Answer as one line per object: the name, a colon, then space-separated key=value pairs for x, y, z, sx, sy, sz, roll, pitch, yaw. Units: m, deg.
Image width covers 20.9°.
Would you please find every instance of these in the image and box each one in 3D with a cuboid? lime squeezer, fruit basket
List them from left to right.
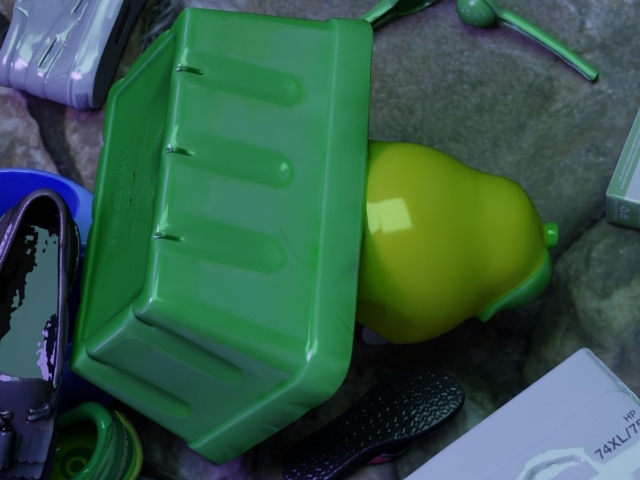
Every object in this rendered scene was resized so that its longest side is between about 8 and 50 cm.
fruit basket: x=0.000 y=0.000 z=1.518 sx=0.392 sy=0.283 sz=0.392 roll=15 pitch=60 yaw=-27
lime squeezer: x=0.131 y=-0.225 z=1.770 sx=0.310 sy=0.059 sz=0.110 roll=5 pitch=59 yaw=9

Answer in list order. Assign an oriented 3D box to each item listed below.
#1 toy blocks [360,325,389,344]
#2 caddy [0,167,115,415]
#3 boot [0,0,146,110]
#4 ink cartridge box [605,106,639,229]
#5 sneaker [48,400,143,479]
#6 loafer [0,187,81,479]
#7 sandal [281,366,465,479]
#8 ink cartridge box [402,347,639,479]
toy blocks: x=0.070 y=0.012 z=1.635 sx=0.123 sy=0.054 sz=0.148 roll=-21 pitch=58 yaw=-5
caddy: x=-0.332 y=0.077 z=1.575 sx=0.341 sy=0.179 sz=0.241 roll=-26 pitch=58 yaw=-8
boot: x=-0.254 y=-0.261 z=1.815 sx=0.123 sy=0.095 sz=0.258 roll=15 pitch=63 yaw=8
ink cartridge box: x=0.407 y=-0.065 z=1.640 sx=0.235 sy=0.056 sz=0.171 roll=16 pitch=62 yaw=19
sneaker: x=-0.293 y=0.231 z=1.507 sx=0.295 sy=0.123 sz=0.109 roll=-37 pitch=62 yaw=-14
loafer: x=-0.260 y=0.098 z=1.435 sx=0.109 sy=0.095 sz=0.303 roll=11 pitch=70 yaw=-8
sandal: x=0.048 y=0.172 z=1.556 sx=0.179 sy=0.040 sz=0.067 roll=-31 pitch=53 yaw=5
ink cartridge box: x=0.191 y=0.260 z=1.342 sx=0.198 sy=0.270 sz=0.197 roll=-34 pitch=61 yaw=-13
